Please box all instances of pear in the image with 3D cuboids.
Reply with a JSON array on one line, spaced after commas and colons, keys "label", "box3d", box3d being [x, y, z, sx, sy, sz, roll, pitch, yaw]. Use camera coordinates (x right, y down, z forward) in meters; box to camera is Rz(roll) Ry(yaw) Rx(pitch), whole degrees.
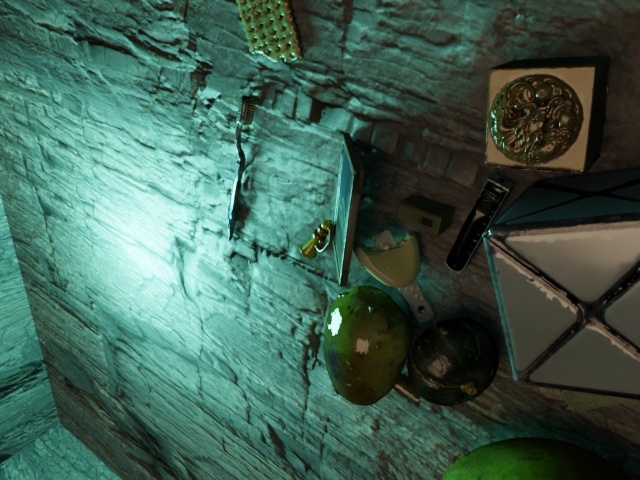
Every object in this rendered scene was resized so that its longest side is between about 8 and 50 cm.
[{"label": "pear", "box3d": [0.398, 0.537, 0.933, 0.413, 0.352, 0.352, -10, 107, 22]}]

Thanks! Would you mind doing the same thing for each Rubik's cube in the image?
[{"label": "Rubik's cube", "box3d": [0.410, 0.048, 0.737, 0.254, 0.259, 0.260, -3, 107, 38]}]

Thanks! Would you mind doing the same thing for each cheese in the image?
[{"label": "cheese", "box3d": [0.168, 0.076, 1.060, 0.127, 0.050, 0.235, -28, 107, 1]}]

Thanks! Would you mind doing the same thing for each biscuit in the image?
[{"label": "biscuit", "box3d": [-0.113, -0.459, 1.046, 0.144, 0.016, 0.203, -1, 111, 39]}]

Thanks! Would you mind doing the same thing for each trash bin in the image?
[{"label": "trash bin", "box3d": [0.200, -0.051, 0.983, 0.092, 0.061, 0.043, 24, 126, 30]}]

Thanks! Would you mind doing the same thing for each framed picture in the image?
[{"label": "framed picture", "box3d": [0.052, -0.062, 1.033, 0.023, 0.189, 0.260, 2, 122, -6]}]

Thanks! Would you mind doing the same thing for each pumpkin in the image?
[{"label": "pumpkin", "box3d": [0.259, 0.239, 1.010, 0.190, 0.190, 0.146, -55, 48, 42]}]

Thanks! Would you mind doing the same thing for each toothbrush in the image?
[{"label": "toothbrush", "box3d": [-0.203, -0.161, 1.263, 0.035, 0.042, 0.414, -114, 31, -46]}]

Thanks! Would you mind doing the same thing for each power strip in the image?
[{"label": "power strip", "box3d": [0.527, 0.226, 0.853, 0.272, 0.078, 0.052, -35, 88, 44]}]

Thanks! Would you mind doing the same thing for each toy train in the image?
[{"label": "toy train", "box3d": [0.284, -0.024, 0.937, 0.043, 0.047, 0.208, 35, 131, 21]}]

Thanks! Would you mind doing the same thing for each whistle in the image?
[{"label": "whistle", "box3d": [-0.005, -0.001, 1.175, 0.046, 0.057, 0.109, 30, 132, -10]}]

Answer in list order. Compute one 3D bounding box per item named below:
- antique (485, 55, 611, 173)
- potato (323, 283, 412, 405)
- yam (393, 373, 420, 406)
[{"label": "antique", "box3d": [0.328, -0.183, 0.751, 0.146, 0.148, 0.152, 9, 115, 33]}, {"label": "potato", "box3d": [0.095, 0.234, 1.124, 0.210, 0.173, 0.308, 47, 144, 42]}, {"label": "yam", "box3d": [0.200, 0.345, 1.203, 0.094, 0.043, 0.043, 32, 129, 20]}]
